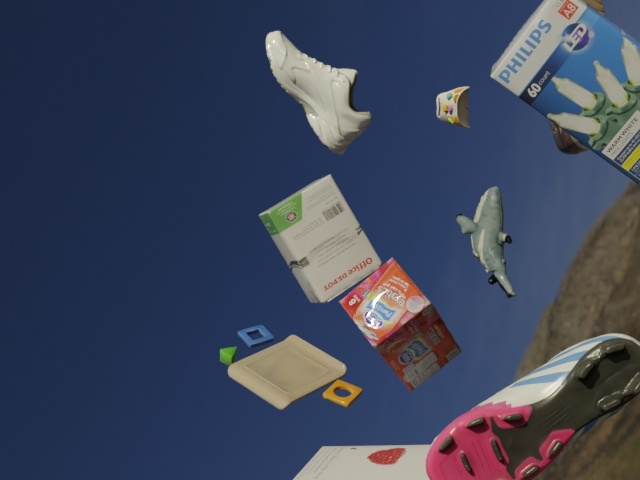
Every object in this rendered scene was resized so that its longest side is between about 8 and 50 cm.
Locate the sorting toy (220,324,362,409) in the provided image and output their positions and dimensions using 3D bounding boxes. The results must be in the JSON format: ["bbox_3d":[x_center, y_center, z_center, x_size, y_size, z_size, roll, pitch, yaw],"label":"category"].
[{"bbox_3d":[-0.069,0.288,2.205,0.196,0.347,0.047,-25,-52,-40],"label":"sorting toy"}]

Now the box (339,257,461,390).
[{"bbox_3d":[0.149,0.158,1.882,0.128,0.123,0.257,-39,-32,-1],"label":"box"}]

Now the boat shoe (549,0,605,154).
[{"bbox_3d":[0.354,-0.261,1.487,0.102,0.092,0.285,-2,-101,-30],"label":"boat shoe"}]

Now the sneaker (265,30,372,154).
[{"bbox_3d":[0.003,-0.264,1.715,0.115,0.232,0.090,-36,5,13],"label":"sneaker"}]

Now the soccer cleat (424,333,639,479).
[{"bbox_3d":[0.291,0.236,1.384,0.331,0.116,0.143,-31,-4,2],"label":"soccer cleat"}]

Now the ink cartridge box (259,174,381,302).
[{"bbox_3d":[0.000,0.000,2.135,0.160,0.092,0.219,-32,-84,-18],"label":"ink cartridge box"}]

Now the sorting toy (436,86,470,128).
[{"bbox_3d":[0.260,-0.266,2.072,0.044,0.075,0.083,-11,-76,-34],"label":"sorting toy"}]

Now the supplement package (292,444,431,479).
[{"bbox_3d":[0.113,0.492,1.902,0.177,0.292,0.175,-36,-65,-58],"label":"supplement package"}]

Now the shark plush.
[{"bbox_3d":[0.247,0.004,1.490,0.073,0.067,0.161,20,-128,-29],"label":"shark plush"}]

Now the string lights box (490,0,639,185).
[{"bbox_3d":[0.350,-0.182,1.257,0.133,0.259,0.077,-54,3,23],"label":"string lights box"}]
